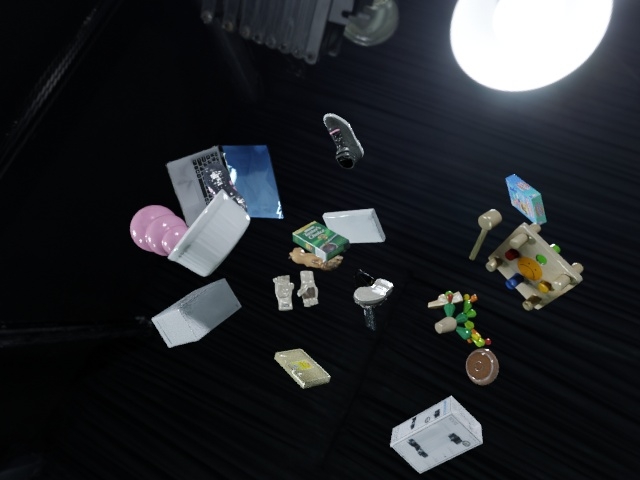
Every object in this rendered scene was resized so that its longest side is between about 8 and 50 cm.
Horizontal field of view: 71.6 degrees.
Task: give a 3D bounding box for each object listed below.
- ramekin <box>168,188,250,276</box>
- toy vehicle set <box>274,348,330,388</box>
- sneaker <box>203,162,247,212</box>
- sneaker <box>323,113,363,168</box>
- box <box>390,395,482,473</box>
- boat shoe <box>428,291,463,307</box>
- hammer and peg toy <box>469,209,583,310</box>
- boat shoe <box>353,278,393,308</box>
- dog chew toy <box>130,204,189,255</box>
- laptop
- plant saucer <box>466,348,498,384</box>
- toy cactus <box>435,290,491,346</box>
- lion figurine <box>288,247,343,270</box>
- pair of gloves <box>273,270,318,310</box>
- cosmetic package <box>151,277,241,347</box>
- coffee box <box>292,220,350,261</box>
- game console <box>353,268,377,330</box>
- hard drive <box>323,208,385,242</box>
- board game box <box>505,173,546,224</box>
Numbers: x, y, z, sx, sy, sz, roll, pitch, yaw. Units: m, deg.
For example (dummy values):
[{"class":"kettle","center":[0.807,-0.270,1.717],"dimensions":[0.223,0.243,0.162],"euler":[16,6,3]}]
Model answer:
[{"class":"ramekin","center":[-0.349,-0.017,1.426],"dimensions":[0.277,0.135,0.277],"euler":[-46,16,18]},{"class":"toy vehicle set","center":[-0.093,0.641,2.239],"dimensions":[0.166,0.267,0.035],"euler":[3,-72,-39]},{"class":"sneaker","center":[-0.405,-0.192,1.878],"dimensions":[0.112,0.319,0.131],"euler":[-23,-31,-16]},{"class":"sneaker","center":[0.104,-0.478,2.181],"dimensions":[0.296,0.104,0.147],"euler":[49,-135,-29]},{"class":"box","center":[0.418,0.712,1.618],"dimensions":[0.290,0.169,0.087],"euler":[-44,6,26]},{"class":"boat shoe","center":[0.611,0.293,2.186],"dimensions":[0.063,0.170,0.059],"euler":[61,-163,-67]},{"class":"hammer and peg toy","center":[0.696,0.057,1.553],"dimensions":[0.127,0.361,0.266],"euler":[-31,-22,-22]},{"class":"boat shoe","center":[0.231,0.250,1.928],"dimensions":[0.335,0.112,0.095],"euler":[-14,-58,-62]},{"class":"dog chew toy","center":[-0.661,-0.028,1.895],"dimensions":[0.207,0.332,0.206],"euler":[-28,-52,-42]},{"class":"laptop","center":[-0.434,-0.225,2.063],"dimensions":[0.408,0.236,0.382],"euler":[-26,-56,-24]},{"class":"plant saucer","center":[0.752,0.591,2.085],"dimensions":[0.029,0.168,0.168],"euler":[21,-87,-36]},{"class":"toy cactus","center":[0.475,0.274,1.512],"dimensions":[0.180,0.219,0.112],"euler":[-13,-20,-28]},{"class":"lion figurine","center":[-0.047,0.105,2.570],"dimensions":[0.240,0.392,0.142],"euler":[7,-97,-70]},{"class":"pair of gloves","center":[-0.133,0.279,2.454],"dimensions":[0.042,0.240,0.204],"euler":[122,136,-63]},{"class":"cosmetic package","center":[-0.463,0.271,1.660],"dimensions":[0.225,0.138,0.224],"euler":[-21,11,42]},{"class":"coffee box","center":[0.000,0.000,1.560],"dimensions":[0.113,0.184,0.040],"euler":[-29,-48,-31]},{"class":"game console","center":[0.275,0.359,2.626],"dimensions":[0.213,0.044,0.361],"euler":[-146,44,-64]},{"class":"hard drive","center":[0.210,-0.084,2.794],"dimensions":[0.047,0.353,0.233],"euler":[-57,-48,-40]},{"class":"board game box","center":[0.914,-0.182,1.977],"dimensions":[0.160,0.047,0.210],"euler":[59,-173,-34]}]
